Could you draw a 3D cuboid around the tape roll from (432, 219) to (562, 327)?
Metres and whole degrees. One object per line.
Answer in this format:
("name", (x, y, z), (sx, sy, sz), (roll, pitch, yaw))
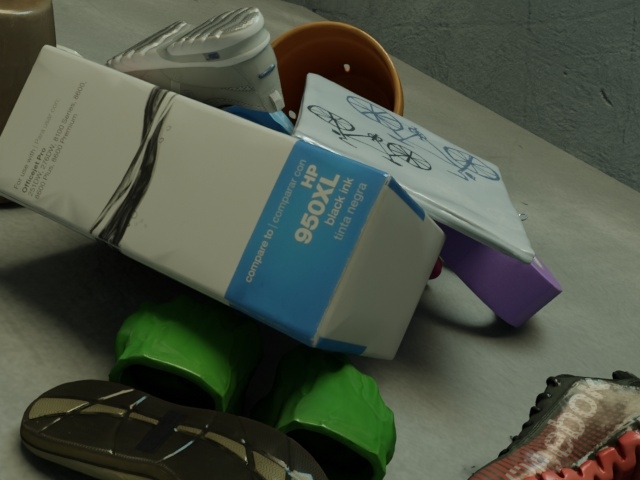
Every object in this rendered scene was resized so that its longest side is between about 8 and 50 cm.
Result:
("tape roll", (0.244, 0.001, 1.252), (0.275, 0.090, 0.275), (44, 13, -13))

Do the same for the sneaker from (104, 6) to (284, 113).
("sneaker", (-0.148, -0.177, 0.912), (0.105, 0.115, 0.281), (-38, 28, -27))

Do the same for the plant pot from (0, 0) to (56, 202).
("plant pot", (-0.420, -0.208, 0.986), (0.263, 0.229, 0.263), (18, 34, -13))

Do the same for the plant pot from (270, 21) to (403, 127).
("plant pot", (0.027, -0.238, 1.524), (0.291, 0.290, 0.203), (30, 7, 17))

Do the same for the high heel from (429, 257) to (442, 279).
("high heel", (0.000, 0.000, 1.208), (0.377, 0.127, 0.181), (30, 60, -5))

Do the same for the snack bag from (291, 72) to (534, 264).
("snack bag", (0.114, -0.096, 1.035), (0.323, 0.037, 0.342), (26, 22, -9))

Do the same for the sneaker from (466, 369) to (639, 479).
("sneaker", (0.229, 0.204, 0.787), (0.276, 0.097, 0.135), (-19, 45, -16))

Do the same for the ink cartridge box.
("ink cartridge box", (-0.098, -0.031, 0.860), (0.395, 0.166, 0.285), (23, -2, 21))

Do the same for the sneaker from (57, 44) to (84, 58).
("sneaker", (-0.415, -0.233, 1.270), (0.296, 0.104, 0.147), (34, 19, 16))

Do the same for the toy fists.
("toy fists", (-0.059, 0.141, 0.765), (0.279, 0.096, 0.142), (22, 27, -2))

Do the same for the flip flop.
("flip flop", (-0.113, 0.188, 0.636), (0.277, 0.080, 0.112), (13, 23, 18))

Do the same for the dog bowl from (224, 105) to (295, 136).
("dog bowl", (-0.065, -0.064, 1.058), (0.297, 0.166, 0.074), (53, 27, 7))
